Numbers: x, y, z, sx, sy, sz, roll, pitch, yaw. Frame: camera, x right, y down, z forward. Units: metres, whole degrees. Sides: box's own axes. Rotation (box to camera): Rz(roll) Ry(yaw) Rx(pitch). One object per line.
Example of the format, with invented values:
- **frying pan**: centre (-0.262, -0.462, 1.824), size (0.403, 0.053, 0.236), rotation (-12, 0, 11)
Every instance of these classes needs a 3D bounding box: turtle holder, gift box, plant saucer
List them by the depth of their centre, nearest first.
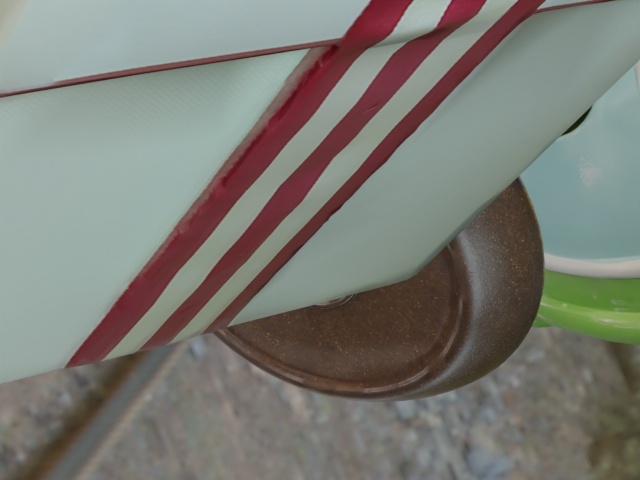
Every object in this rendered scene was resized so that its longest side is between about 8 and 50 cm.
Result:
- **gift box**: centre (-0.031, -0.131, 0.493), size (0.276, 0.258, 0.255), rotation (-19, 73, -35)
- **plant saucer**: centre (0.000, 0.000, 0.696), size (0.168, 0.168, 0.029), rotation (61, 39, -21)
- **turtle holder**: centre (0.204, -0.062, 0.999), size (0.320, 0.243, 0.227), rotation (41, -20, 51)
